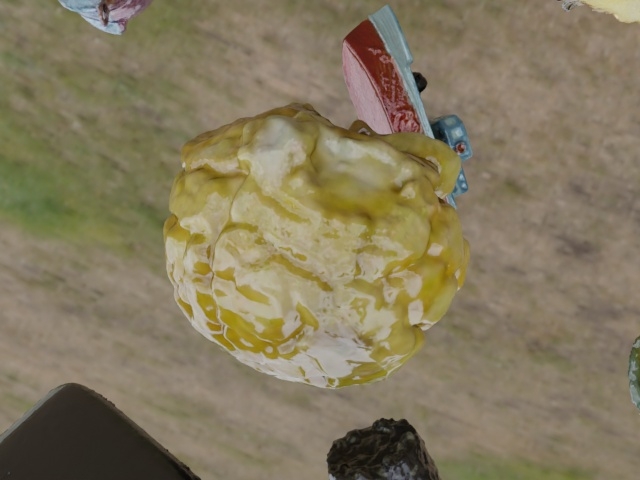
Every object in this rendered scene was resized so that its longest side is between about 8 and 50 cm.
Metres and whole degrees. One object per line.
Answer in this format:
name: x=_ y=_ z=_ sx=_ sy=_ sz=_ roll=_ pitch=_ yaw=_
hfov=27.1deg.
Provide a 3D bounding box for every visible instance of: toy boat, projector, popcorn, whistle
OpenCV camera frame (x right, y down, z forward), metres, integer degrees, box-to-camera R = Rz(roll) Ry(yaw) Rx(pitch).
toy boat: x=0.142 y=-0.206 z=2.090 sx=0.332 sy=0.133 sz=0.145 roll=68 pitch=163 yaw=-12
projector: x=-0.296 y=0.423 z=1.580 sx=0.405 sy=0.395 sz=0.242 roll=25 pitch=153 yaw=51
popcorn: x=-0.016 y=0.011 z=1.644 sx=0.390 sy=0.354 sz=0.344 roll=-41 pitch=136 yaw=24
whistle: x=-0.273 y=-0.392 z=1.719 sx=0.133 sy=0.346 sz=0.142 roll=-25 pitch=134 yaw=23

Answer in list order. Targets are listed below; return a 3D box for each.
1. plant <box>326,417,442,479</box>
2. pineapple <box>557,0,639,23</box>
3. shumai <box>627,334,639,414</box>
plant: x=0.114 y=0.369 z=1.724 sx=0.149 sy=0.146 sz=0.274 roll=-21 pitch=105 yaw=13
pineapple: x=0.418 y=-0.440 z=1.821 sx=0.286 sy=0.209 sz=0.344 roll=1 pitch=159 yaw=29
shumai: x=0.615 y=0.193 z=1.773 sx=0.395 sy=0.395 sz=0.348 roll=12 pitch=179 yaw=29
